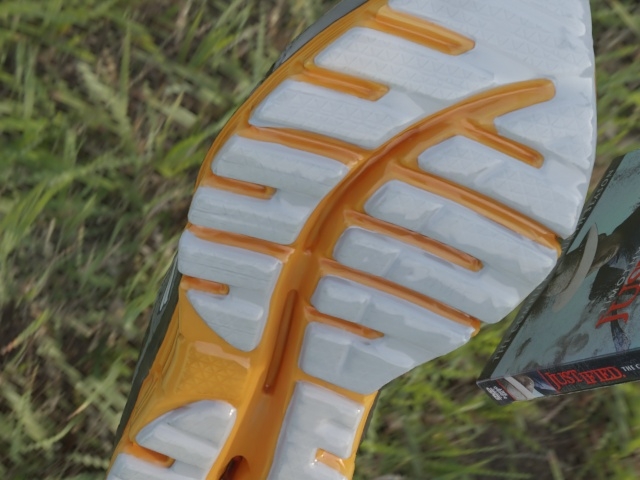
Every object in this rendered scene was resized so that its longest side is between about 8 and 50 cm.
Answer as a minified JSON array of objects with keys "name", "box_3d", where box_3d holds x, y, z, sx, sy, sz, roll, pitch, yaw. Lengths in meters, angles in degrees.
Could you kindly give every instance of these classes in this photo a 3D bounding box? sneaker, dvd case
[{"name":"sneaker","box_3d":[0.000,0.000,0.492,0.084,0.215,0.083,25,39,-12]},{"name":"dvd case","box_3d":[0.095,0.000,0.489,0.013,0.119,0.087,41,65,-14]}]
